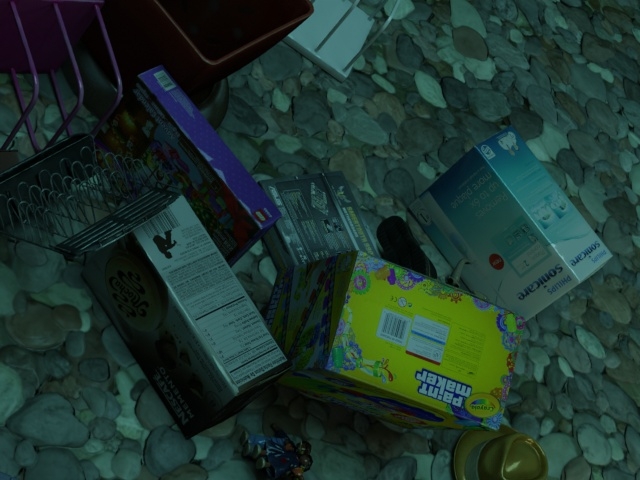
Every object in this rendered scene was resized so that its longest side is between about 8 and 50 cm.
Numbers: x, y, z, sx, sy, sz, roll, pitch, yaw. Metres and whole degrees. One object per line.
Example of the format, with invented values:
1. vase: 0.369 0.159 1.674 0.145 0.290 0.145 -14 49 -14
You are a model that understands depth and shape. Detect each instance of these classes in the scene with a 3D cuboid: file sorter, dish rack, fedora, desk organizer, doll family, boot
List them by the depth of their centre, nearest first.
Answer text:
1. dish rack: -0.335 -0.060 1.751 0.208 0.271 0.074 -36 123 -31
2. desk organizer: -0.497 -0.097 1.827 0.130 0.047 0.050 -4 66 -37
3. doll family: -0.047 0.340 1.829 0.111 0.076 0.193 6 54 -26
4. file sorter: -0.462 -0.236 1.842 0.291 0.202 0.182 -5 67 -37
5. fedora: 0.307 0.369 2.052 0.194 0.079 0.194 17 52 -24
6. boot: 0.168 0.063 2.119 0.137 0.077 0.198 48 23 -41
7. file sorter: -0.001 -0.476 2.345 0.278 0.173 0.193 34 46 -11

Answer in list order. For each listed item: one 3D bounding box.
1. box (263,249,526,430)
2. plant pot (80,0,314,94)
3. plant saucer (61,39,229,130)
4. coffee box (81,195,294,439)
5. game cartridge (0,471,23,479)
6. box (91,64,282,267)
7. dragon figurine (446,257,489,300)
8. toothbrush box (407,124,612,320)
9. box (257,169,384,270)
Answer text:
1. box: 0.093 0.156 1.879 0.290 0.279 0.177 22 75 -21
2. plant pot: -0.225 -0.352 1.993 0.267 0.236 0.267 51 46 3
3. plant saucer: -0.282 -0.298 2.115 0.311 0.050 0.310 18 53 -25
4. coffee box: -0.193 0.111 1.815 0.119 0.168 0.297 -25 78 -42
5. game cartridge: -0.416 0.419 1.469 0.230 0.068 0.355 20 41 -6
6. box: -0.210 -0.089 1.915 0.293 0.201 0.057 51 45 5
7. dragon figurine: 0.209 0.142 2.128 0.085 0.144 0.289 27 32 -22
8. toothbrush box: 0.330 -0.016 2.235 0.126 0.216 0.295 -32 82 -43
9. box: 0.000 0.000 2.102 0.183 0.056 0.231 -10 67 -40
